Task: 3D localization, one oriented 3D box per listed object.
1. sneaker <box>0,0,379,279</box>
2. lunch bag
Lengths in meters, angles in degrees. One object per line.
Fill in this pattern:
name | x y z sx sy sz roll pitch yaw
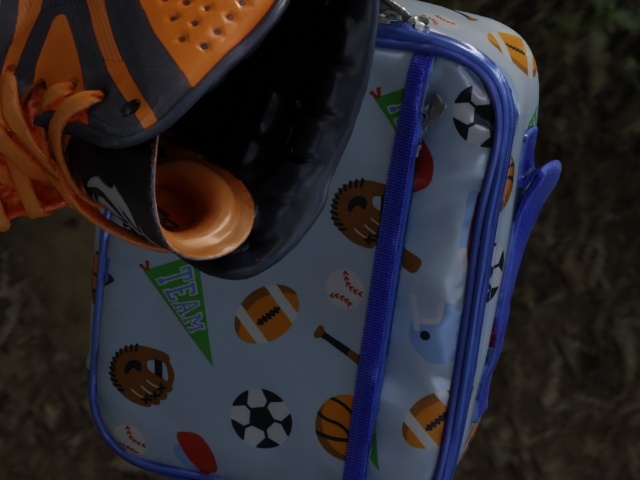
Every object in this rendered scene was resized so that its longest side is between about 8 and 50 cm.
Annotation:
sneaker | -0.121 -0.034 0.657 0.180 0.321 0.124 49 -4 41
lunch bag | 0.000 0.000 1.044 0.115 0.243 0.303 -38 140 -65
